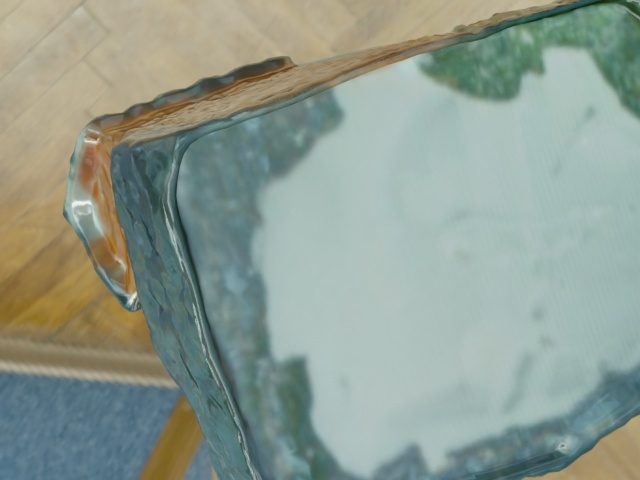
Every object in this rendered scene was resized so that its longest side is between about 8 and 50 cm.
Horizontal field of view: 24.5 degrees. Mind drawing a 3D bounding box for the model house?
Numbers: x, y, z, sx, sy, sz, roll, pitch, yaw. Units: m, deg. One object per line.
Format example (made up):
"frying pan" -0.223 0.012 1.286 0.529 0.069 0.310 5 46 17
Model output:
"model house" 0.000 0.000 0.730 0.301 0.271 0.190 7 115 58
